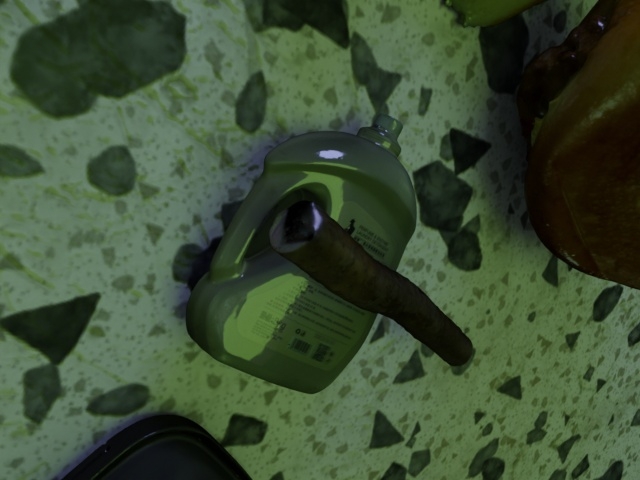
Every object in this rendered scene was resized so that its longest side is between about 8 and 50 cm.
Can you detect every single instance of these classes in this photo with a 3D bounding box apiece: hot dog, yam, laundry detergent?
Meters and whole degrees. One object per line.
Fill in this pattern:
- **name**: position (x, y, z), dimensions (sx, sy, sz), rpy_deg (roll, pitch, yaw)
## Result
- **hot dog**: position (0.341, -0.084, 0.687), dimensions (0.405, 0.223, 0.185), rpy_deg (53, 36, -37)
- **yam**: position (0.066, 0.055, 0.545), dimensions (0.045, 0.045, 0.327), rpy_deg (-41, 141, 9)
- **laundry detergent**: position (0.000, 0.000, 0.559), dimensions (0.181, 0.091, 0.253), rpy_deg (30, 88, -39)

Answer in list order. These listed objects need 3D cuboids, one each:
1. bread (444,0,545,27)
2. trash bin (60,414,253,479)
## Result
- **bread**: position (0.253, -0.394, 0.627), dimensions (0.362, 0.244, 0.233), rpy_deg (-23, 120, 10)
- **trash bin**: position (-0.113, 0.296, 0.483), dimensions (0.220, 0.250, 0.219), rpy_deg (-43, 118, -15)
